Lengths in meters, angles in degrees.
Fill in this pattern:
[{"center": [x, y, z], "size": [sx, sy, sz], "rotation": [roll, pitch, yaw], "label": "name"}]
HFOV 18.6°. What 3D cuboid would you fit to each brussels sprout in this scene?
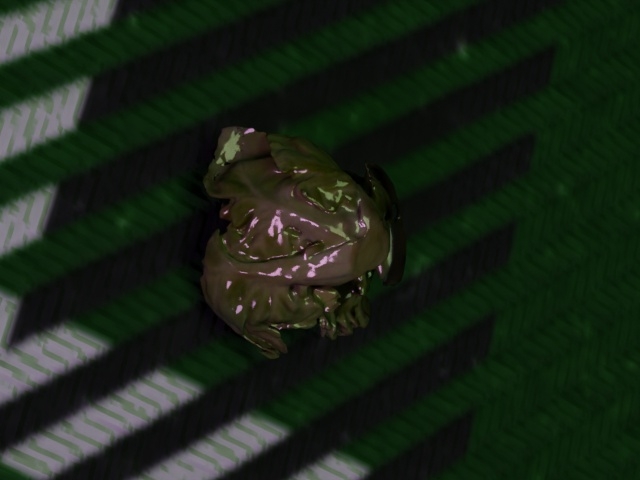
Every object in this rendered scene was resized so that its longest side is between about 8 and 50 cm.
[{"center": [0.000, 0.000, 0.703], "size": [0.085, 0.058, 0.085], "rotation": [-5, 96, -55], "label": "brussels sprout"}]
